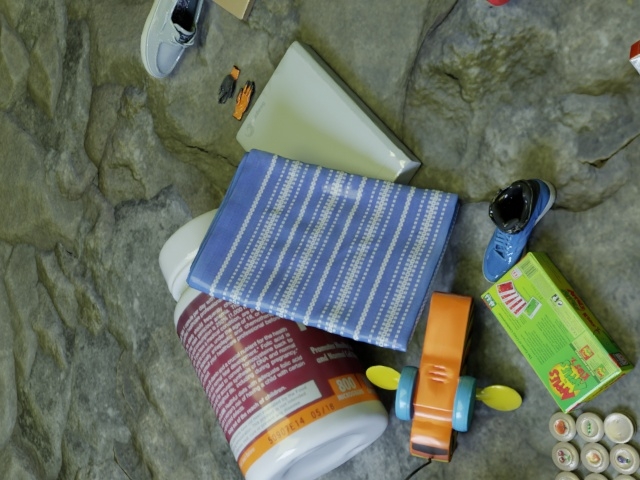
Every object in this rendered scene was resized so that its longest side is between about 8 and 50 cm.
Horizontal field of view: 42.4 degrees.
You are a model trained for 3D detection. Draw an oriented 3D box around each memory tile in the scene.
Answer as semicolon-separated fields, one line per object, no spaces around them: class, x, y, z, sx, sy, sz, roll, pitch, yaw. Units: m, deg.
memory tile;0.336;0.283;1.006;0.113;0.012;0.148;-9;83;41

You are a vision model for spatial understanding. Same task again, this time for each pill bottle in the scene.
pill bottle;-0.083;0.153;1.238;0.224;0.224;0.392;-46;61;31

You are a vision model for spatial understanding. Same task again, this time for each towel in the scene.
towel;0.000;0.000;1.142;0.336;0.040;0.243;14;65;21

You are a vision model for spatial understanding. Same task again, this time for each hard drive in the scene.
hard drive;0.001;-0.142;1.295;0.307;0.040;0.203;51;120;29

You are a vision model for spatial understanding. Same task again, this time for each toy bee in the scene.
toy bee;0.145;0.224;1.097;0.195;0.162;0.298;30;77;22

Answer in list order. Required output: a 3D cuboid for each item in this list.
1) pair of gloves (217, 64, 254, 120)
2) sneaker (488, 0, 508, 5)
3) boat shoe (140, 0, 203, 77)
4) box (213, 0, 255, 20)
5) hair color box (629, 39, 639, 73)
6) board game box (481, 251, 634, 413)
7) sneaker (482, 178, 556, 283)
pair of gloves;-0.150;-0.260;1.449;0.083;0.010;0.074;45;117;33
sneaker;0.306;-0.377;0.993;0.279;0.107;0.118;-42;68;33
boat shoe;-0.263;-0.392;1.495;0.081;0.079;0.227;42;123;36
box;-0.142;-0.510;1.443;0.164;0.021;0.201;41;114;34
hair color box;0.431;-0.212;0.881;0.167;0.053;0.093;-33;105;35
board game box;0.292;0.112;1.028;0.092;0.043;0.181;-49;59;30
sneaker;0.236;-0.012;1.053;0.058;0.085;0.152;43;116;33
